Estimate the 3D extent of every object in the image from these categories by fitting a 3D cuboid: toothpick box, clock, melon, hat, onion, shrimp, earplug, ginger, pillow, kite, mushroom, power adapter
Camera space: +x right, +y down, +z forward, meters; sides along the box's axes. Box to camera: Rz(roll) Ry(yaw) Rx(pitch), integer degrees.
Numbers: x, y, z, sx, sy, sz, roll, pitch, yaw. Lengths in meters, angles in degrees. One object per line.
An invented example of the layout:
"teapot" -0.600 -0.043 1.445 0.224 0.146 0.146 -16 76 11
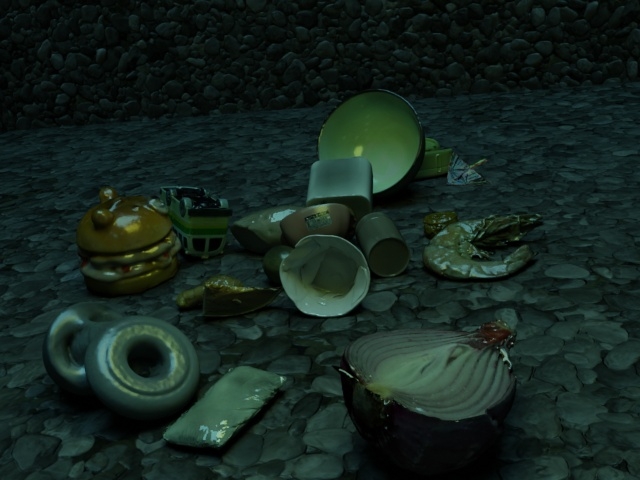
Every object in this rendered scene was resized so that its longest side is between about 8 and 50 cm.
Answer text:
"toothpick box" 0.154 0.008 1.928 0.111 0.111 0.181 -8 22 -5
"clock" 0.310 -0.293 2.679 0.235 0.096 0.308 -10 20 -8
"melon" -0.091 0.060 1.885 0.098 0.098 0.130 -19 18 -30
"hat" 0.019 0.075 1.751 0.203 0.203 0.126 -2 3 11
"melon" -0.178 0.131 1.751 0.182 0.098 0.054 4 44 -17
"onion" 0.196 0.250 1.239 0.348 0.159 0.267 -13 33 -36
"shrimp" 0.420 0.014 1.897 0.360 0.085 0.247 -19 34 -22
"earplug" -0.383 0.231 1.459 0.325 0.175 0.214 16 34 25
"ginger" -0.261 0.118 1.830 0.165 0.067 0.096 -9 23 5
"pillow" -0.167 0.293 1.370 0.128 0.051 0.229 3 25 31
"kite" 0.471 -0.225 2.496 0.159 0.010 0.190 -35 56 -13
"mushroom" -0.075 -0.034 2.074 0.350 0.128 0.128 -5 21 6
"power adapter" 0.056 -0.115 2.216 0.187 0.124 0.255 -4 41 9

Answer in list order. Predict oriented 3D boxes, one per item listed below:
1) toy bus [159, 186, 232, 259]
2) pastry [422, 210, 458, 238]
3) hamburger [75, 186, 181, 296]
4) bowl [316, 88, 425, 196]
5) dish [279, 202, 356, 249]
"toy bus" -0.362 -0.059 2.177 0.133 0.165 0.276 0 15 -28
"pastry" 0.327 -0.041 2.085 0.097 0.057 0.109 -2 19 26
"hamburger" -0.504 -0.010 1.999 0.276 0.237 0.276 -5 24 2
"bowl" 0.181 -0.284 2.448 0.354 0.354 0.185 4 -10 26
"dish" 0.000 0.000 1.931 0.213 0.213 0.090 -8 61 -4
